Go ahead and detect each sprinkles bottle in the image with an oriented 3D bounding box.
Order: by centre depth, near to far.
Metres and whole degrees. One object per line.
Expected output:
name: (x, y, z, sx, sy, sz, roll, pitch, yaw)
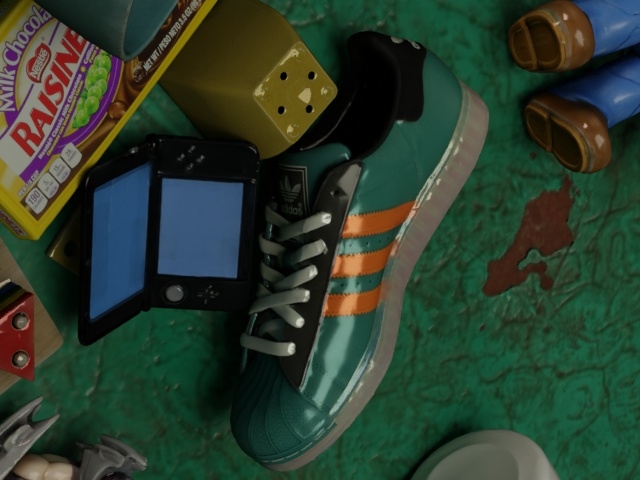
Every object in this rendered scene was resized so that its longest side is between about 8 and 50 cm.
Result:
sprinkles bottle: (0.189, 0.307, 1.291, 0.121, 0.121, 0.355, -44, 125, -18)

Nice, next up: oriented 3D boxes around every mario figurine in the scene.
mario figurine: (0.309, -0.169, 1.201, 0.320, 0.170, 0.198, -27, 153, -19)

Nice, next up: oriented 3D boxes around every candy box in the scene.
candy box: (-0.147, -0.111, 0.955, 0.105, 0.027, 0.206, 49, 63, -33)

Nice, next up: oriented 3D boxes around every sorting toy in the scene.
sorting toy: (-0.221, 0.050, 0.959, 0.274, 0.046, 0.132, -39, 123, -21)

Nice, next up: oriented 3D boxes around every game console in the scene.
game console: (-0.094, 0.002, 1.005, 0.107, 0.071, 0.122, 4, 117, -5)

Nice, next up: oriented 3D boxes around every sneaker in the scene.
sneaker: (0.000, 0.000, 1.076, 0.121, 0.108, 0.302, 34, 74, -37)

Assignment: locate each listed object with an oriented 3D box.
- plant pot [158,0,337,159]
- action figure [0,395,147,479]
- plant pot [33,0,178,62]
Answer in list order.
plant pot: (-0.038, -0.100, 1.025, 0.081, 0.083, 0.081, -50, 127, -14)
action figure: (-0.159, 0.221, 1.026, 0.185, 0.099, 0.285, -46, 122, -5)
plant pot: (-0.121, -0.265, 0.824, 0.195, 0.290, 0.290, 27, 86, -2)
